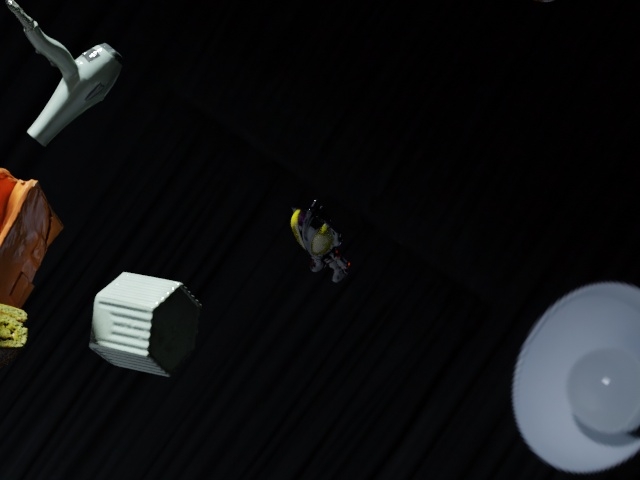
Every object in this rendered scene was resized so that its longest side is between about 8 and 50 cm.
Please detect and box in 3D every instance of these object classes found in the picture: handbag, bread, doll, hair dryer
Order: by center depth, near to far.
[{"bbox_3d":[-0.548,0.171,1.357,0.132,0.172,0.103,16,46,-54],"label":"bread"},{"bbox_3d":[-0.516,-0.295,1.626,0.092,0.229,0.267,36,12,39],"label":"hair dryer"},{"bbox_3d":[0.000,0.003,1.870,0.127,0.088,0.248,5,-32,10],"label":"doll"},{"bbox_3d":[-0.729,0.067,1.961,0.116,0.410,0.303,17,-24,4],"label":"handbag"}]

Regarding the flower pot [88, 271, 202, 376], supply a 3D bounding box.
[{"bbox_3d":[-0.434,0.208,2.182,0.190,0.239,0.209,7,0,26],"label":"flower pot"}]
